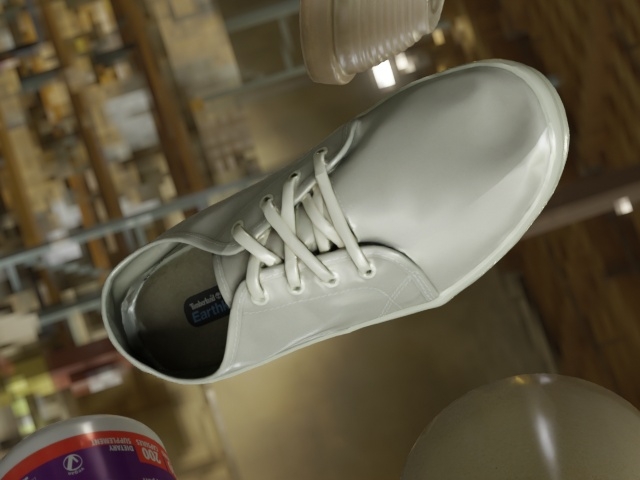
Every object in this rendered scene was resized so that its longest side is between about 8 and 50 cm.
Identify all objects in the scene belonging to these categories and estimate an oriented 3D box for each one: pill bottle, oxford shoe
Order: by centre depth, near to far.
[{"bbox_3d":[0.000,0.000,1.569,0.130,0.449,0.169,-2,66,-61],"label":"oxford shoe"},{"bbox_3d":[-0.185,0.330,1.794,0.181,0.181,0.323,82,-14,-52],"label":"pill bottle"}]

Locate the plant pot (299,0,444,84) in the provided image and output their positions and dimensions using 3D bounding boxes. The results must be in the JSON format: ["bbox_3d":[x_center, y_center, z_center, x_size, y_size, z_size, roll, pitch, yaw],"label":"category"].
[{"bbox_3d":[0.060,-0.261,1.852,0.237,0.110,0.237,9,90,-79],"label":"plant pot"}]

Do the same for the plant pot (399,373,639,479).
[{"bbox_3d":[0.194,0.265,1.604,0.274,0.256,0.256,-90,163,-81],"label":"plant pot"}]
